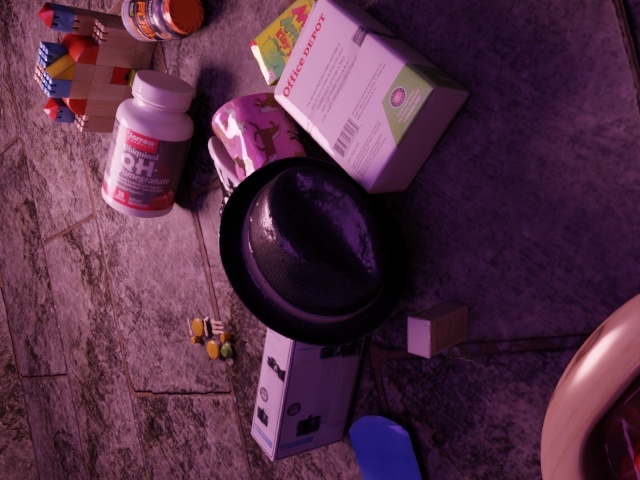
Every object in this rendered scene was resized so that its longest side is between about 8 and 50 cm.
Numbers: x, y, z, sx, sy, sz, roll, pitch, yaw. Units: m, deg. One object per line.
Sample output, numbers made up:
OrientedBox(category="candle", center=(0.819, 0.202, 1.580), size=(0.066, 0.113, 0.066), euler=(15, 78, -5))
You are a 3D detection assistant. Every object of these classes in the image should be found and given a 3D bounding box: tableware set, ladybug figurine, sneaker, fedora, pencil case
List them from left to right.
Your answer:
OrientedBox(category="tableware set", center=(-0.271, 0.241, 1.387), size=(0.154, 0.024, 0.104), euler=(-4, 97, 43))
OrientedBox(category="sneaker", center=(-0.202, -0.115, 1.224), size=(0.217, 0.079, 0.121), euler=(54, 127, 21))
OrientedBox(category="pencil case", center=(-0.078, -0.081, 1.062), size=(0.160, 0.167, 0.386), euler=(-21, 80, 3))
OrientedBox(category="fedora", center=(0.000, 0.000, 0.883), size=(0.152, 0.334, 0.334), euler=(121, 129, -73))
OrientedBox(category="ladybug figurine", center=(0.436, 0.204, 0.613), size=(0.305, 0.162, 0.449), euler=(44, 125, 30))

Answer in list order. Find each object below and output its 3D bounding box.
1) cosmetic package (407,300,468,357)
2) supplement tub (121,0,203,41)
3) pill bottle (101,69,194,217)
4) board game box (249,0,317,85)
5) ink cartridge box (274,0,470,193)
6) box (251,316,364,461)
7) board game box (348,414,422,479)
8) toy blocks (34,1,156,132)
OrientedBox(category="cosmetic package", center=(0.184, 0.136, 0.874), size=(0.041, 0.115, 0.060), euler=(7, 101, 43))
OrientedBox(category="supplement tub", center=(-0.360, -0.519, 1.287), size=(0.190, 0.117, 0.117), euler=(14, 106, 42))
OrientedBox(category="pill bottle", center=(-0.402, -0.227, 1.330), size=(0.176, 0.176, 0.318), euler=(41, 122, 32))
OrientedBox(category="board game box", center=(-0.048, -0.377, 1.052), size=(0.181, 0.043, 0.092), euler=(-24, 92, 43))
OrientedBox(category="ink cartridge box", center=(0.072, -0.239, 0.922), size=(0.273, 0.115, 0.198), euler=(49, 126, 26))
OrientedBox(category="box", center=(-0.021, 0.247, 1.041), size=(0.087, 0.169, 0.290), euler=(32, 117, 50))
OrientedBox(category="board game box", center=(0.127, 0.395, 1.028), size=(0.133, 0.033, 0.169), euler=(-18, 89, 38))
OrientedBox(category="toy blocks", center=(-0.584, -0.421, 1.414), size=(0.191, 0.261, 0.381), euler=(46, 125, 29))
